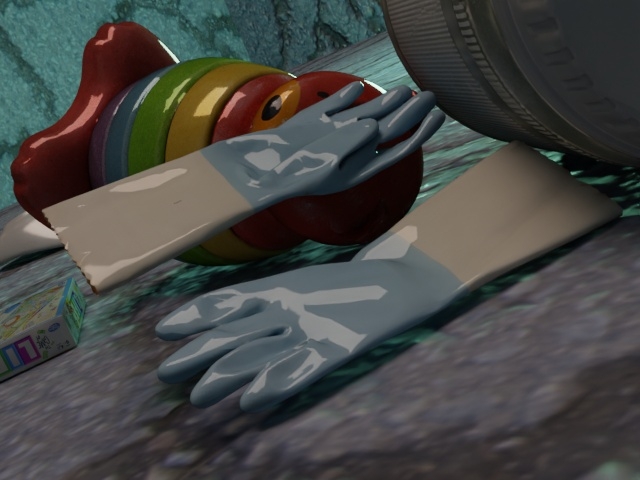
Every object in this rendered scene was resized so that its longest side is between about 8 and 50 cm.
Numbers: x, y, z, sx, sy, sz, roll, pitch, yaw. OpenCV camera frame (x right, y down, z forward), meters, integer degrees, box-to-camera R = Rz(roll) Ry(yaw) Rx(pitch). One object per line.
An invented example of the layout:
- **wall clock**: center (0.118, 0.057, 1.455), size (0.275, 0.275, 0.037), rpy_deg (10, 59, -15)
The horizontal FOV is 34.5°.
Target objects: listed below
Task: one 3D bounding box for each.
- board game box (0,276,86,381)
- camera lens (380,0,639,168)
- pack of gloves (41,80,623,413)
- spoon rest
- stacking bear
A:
- **board game box**: center (-0.240, 0.075, 0.811), size (0.103, 0.026, 0.154), rpy_deg (-25, 12, -5)
- **camera lens**: center (0.158, -0.153, 0.550), size (0.219, 0.219, 0.274), rpy_deg (-25, 12, -4)
- **pack of gloves**: center (0.000, 0.000, 0.533), size (0.232, 0.046, 0.195), rpy_deg (-26, 41, -20)
- **spoon rest**: center (-0.347, -0.023, 1.372), size (0.137, 0.084, 0.276), rpy_deg (-34, 2, -42)
- **stacking bear**: center (-0.055, -0.058, 0.726), size (0.289, 0.164, 0.175), rpy_deg (6, 62, 46)
